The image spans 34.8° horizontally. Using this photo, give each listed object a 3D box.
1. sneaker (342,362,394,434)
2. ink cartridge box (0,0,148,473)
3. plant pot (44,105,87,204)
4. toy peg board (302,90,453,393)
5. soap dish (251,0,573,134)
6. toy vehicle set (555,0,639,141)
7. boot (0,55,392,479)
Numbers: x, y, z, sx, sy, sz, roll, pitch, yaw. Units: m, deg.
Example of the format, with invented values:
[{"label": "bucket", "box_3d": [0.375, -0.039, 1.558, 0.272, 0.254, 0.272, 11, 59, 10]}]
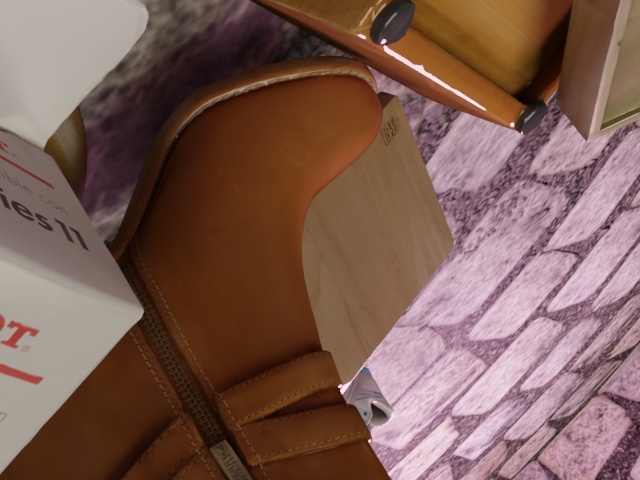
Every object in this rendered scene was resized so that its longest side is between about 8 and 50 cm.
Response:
[{"label": "sneaker", "box_3d": [0.005, 0.169, 0.980, 0.190, 0.083, 0.071, -13, 142, -47]}, {"label": "ink cartridge box", "box_3d": [-0.211, 0.030, 0.334, 0.353, 0.119, 0.207, -48, 138, 8]}, {"label": "plant pot", "box_3d": [-0.204, 0.005, 0.471, 0.236, 0.032, 0.236, -34, 152, -21]}, {"label": "toy peg board", "box_3d": [0.000, 0.000, 0.707, 0.161, 0.079, 0.161, -51, 140, -21]}, {"label": "soap dish", "box_3d": [0.091, -0.180, 0.534, 0.229, 0.118, 0.291, -52, 155, 14]}, {"label": "toy vehicle set", "box_3d": [0.211, -0.166, 0.503, 0.166, 0.035, 0.267, -24, 152, -7]}, {"label": "boot", "box_3d": [-0.028, 0.041, 0.493, 0.283, 0.220, 0.109, -31, 152, -26]}]
